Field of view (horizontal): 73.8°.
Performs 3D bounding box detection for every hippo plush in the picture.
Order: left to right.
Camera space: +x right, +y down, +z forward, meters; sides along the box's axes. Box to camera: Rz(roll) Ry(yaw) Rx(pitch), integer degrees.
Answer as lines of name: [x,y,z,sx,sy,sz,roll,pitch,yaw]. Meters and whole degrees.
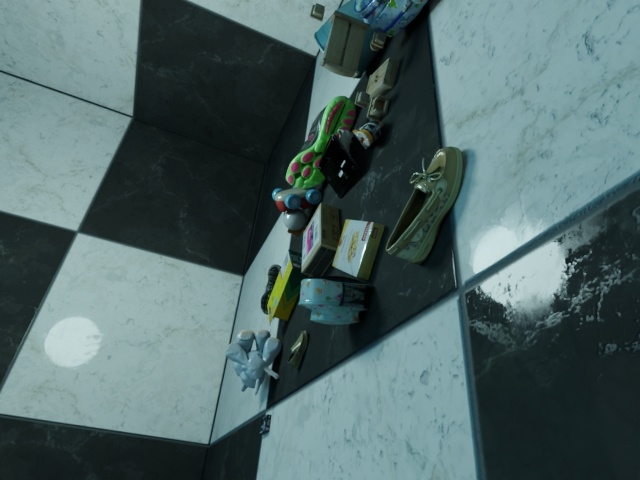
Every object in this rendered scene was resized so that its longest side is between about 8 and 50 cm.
hippo plush: [-0.287,0.565,1.964,0.294,0.234,0.237,45,148,25]

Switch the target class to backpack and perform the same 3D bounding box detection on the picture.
backpack: [0.029,0.173,1.247,0.166,0.188,0.144,156,129,-68]
backpack: [0.273,-0.876,1.460,0.355,0.273,0.290,126,151,-78]

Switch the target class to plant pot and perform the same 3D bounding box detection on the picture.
plant pot: [0.157,-0.877,1.795,0.255,0.271,0.272,-42,32,33]

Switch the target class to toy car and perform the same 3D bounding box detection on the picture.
toy car: [-0.109,-0.139,2.105,0.219,0.210,0.238,30,131,60]

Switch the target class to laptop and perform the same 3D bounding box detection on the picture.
laptop: [0.086,-0.347,1.688,0.264,0.136,0.234,56,155,12]

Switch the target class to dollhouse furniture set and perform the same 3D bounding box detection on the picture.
dollhouse furniture set: [0.084,-0.627,1.570,0.174,0.355,0.303,167,118,-72]

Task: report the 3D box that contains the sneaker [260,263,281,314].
sneaker: [-0.246,0.263,2.266,0.106,0.101,0.267,71,-148,-80]

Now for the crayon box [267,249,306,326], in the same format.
crayon box: [-0.161,0.228,2.001,0.202,0.081,0.319,-113,43,-66]

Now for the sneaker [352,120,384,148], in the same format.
sneaker: [0.177,-0.388,1.546,0.083,0.084,0.215,-41,15,4]

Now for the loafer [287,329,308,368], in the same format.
loafer: [-0.086,0.414,1.626,0.056,0.050,0.148,-178,104,-73]

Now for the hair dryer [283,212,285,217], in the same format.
hair dryer: [-0.111,-0.267,2.276,0.224,0.080,0.294,-67,-6,-49]

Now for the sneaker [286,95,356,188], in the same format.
sneaker: [0.009,-0.445,1.987,0.483,0.185,0.202,-53,15,20]

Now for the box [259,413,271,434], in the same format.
box: [-0.232,0.776,1.796,0.083,0.018,0.067,127,155,-49]

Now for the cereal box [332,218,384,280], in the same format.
cereal box: [0.115,0.023,1.365,0.240,0.047,0.173,-166,93,-74]

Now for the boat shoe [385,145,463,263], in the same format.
boat shoe: [0.242,-0.087,0.987,0.104,0.089,0.285,-144,72,-73]

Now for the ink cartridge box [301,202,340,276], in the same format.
ink cartridge box: [0.000,0.000,1.693,0.235,0.088,0.193,-90,25,-44]

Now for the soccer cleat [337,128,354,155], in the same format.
soccer cleat: [0.090,-0.380,1.794,0.068,0.076,0.196,138,145,-60]
